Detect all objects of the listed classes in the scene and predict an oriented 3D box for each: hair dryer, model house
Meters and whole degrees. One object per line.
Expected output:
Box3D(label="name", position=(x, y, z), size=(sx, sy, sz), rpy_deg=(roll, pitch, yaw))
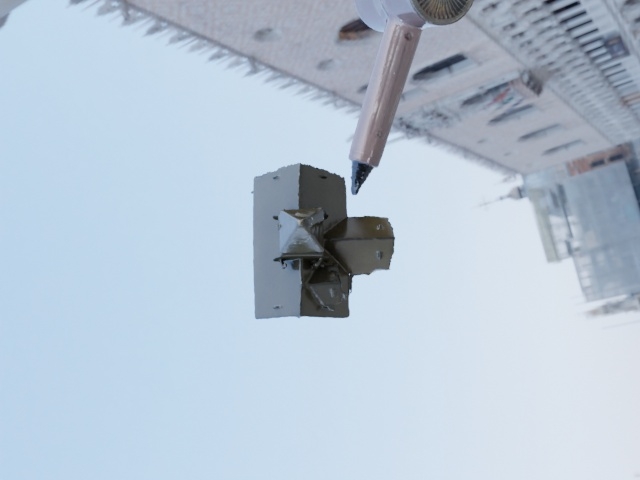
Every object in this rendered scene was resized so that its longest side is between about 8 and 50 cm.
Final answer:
Box3D(label="hair dryer", position=(0.086, -0.231, 1.043), size=(0.107, 0.189, 0.344), rpy_deg=(16, -85, -24))
Box3D(label="model house", position=(0.000, 0.000, 0.866), size=(0.248, 0.176, 0.180), rpy_deg=(94, 175, -83))
